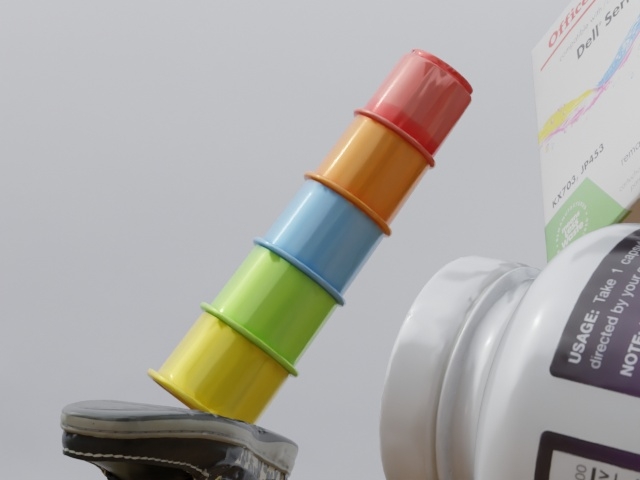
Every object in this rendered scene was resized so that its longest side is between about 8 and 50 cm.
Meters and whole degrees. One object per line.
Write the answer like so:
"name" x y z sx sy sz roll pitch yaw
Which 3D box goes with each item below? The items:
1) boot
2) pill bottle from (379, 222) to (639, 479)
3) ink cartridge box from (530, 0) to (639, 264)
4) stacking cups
"boot" -0.092 0.194 1.105 0.085 0.179 0.236 6 -10 26
"pill bottle" 0.193 0.094 0.750 0.323 0.182 0.181 12 -18 32
"ink cartridge box" 0.273 -0.128 1.452 0.119 0.353 0.207 20 -46 -19
"stacking cups" 0.000 0.000 1.331 0.096 0.316 0.096 34 -10 7
